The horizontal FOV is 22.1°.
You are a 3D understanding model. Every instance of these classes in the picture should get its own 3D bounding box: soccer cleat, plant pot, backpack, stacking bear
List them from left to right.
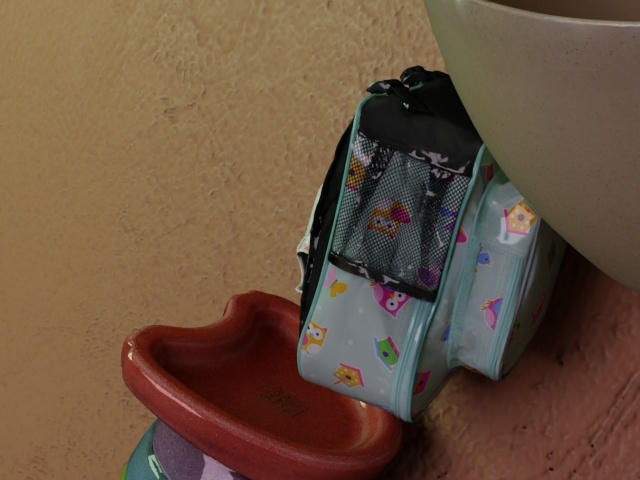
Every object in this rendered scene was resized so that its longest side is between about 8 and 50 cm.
[{"bbox_3d":[-0.075,0.204,1.065,0.164,0.175,0.289,36,117,21],"label":"stacking bear"},{"bbox_3d":[0.000,0.000,1.108,0.029,0.035,0.083,3,85,42],"label":"soccer cleat"},{"bbox_3d":[0.065,0.012,0.961,0.144,0.166,0.188,27,108,10],"label":"backpack"},{"bbox_3d":[0.199,-0.080,0.821,0.284,0.284,0.191,20,132,42],"label":"plant pot"}]
